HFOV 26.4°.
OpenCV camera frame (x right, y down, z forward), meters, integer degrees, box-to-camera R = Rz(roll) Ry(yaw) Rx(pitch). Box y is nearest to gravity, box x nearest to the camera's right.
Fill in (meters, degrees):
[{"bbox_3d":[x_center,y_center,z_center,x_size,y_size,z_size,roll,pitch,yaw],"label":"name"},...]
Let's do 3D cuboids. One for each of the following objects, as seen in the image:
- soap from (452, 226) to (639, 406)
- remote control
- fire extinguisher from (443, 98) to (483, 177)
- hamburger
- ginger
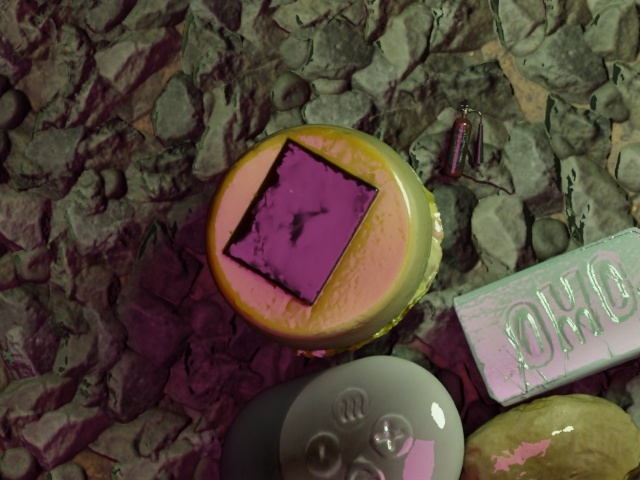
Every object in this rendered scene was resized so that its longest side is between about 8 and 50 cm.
[{"bbox_3d":[0.304,0.094,1.652,0.261,0.094,0.150,-23,83,7],"label":"soap"},{"bbox_3d":[0.020,0.264,1.652,0.332,0.103,0.221,-20,67,26],"label":"remote control"},{"bbox_3d":[0.187,-0.127,1.716,0.046,0.032,0.100,14,94,20],"label":"fire extinguisher"},{"bbox_3d":[0.000,0.000,1.664,0.300,0.176,0.300,0,87,10],"label":"hamburger"},{"bbox_3d":[0.270,0.259,1.627,0.267,0.138,0.152,0,91,4],"label":"ginger"}]
